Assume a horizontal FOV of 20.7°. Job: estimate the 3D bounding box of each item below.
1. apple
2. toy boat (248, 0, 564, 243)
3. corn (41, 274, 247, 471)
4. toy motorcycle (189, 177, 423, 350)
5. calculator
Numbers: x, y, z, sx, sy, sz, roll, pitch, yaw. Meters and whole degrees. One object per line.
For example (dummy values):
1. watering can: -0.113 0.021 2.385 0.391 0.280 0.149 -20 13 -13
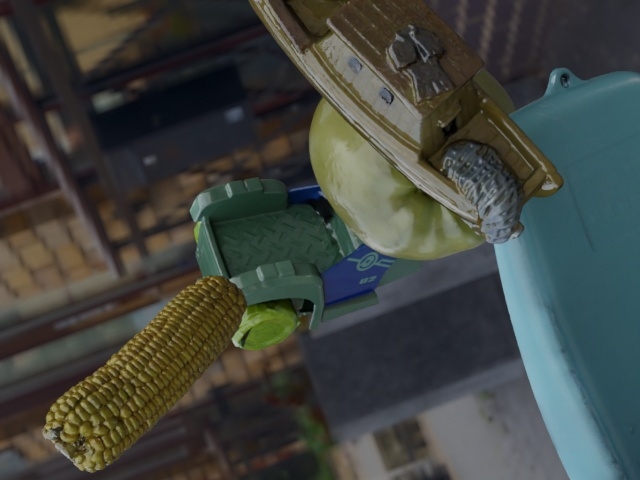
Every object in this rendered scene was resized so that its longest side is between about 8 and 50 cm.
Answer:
1. apple: 0.085 -0.076 1.509 0.200 0.200 0.200 160 90 -86
2. toy boat: 0.048 -0.131 1.287 0.321 0.089 0.121 46 164 6
3. corn: -0.194 0.150 2.057 0.102 0.313 0.102 34 150 24
4. toy motorcycle: 0.000 0.000 2.338 0.200 0.326 0.191 101 152 -54
5. calculator: 0.257 0.041 1.437 0.054 0.256 0.386 -14 98 53
